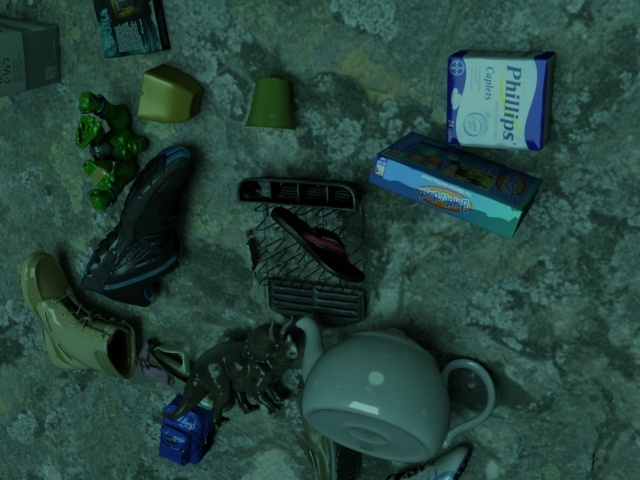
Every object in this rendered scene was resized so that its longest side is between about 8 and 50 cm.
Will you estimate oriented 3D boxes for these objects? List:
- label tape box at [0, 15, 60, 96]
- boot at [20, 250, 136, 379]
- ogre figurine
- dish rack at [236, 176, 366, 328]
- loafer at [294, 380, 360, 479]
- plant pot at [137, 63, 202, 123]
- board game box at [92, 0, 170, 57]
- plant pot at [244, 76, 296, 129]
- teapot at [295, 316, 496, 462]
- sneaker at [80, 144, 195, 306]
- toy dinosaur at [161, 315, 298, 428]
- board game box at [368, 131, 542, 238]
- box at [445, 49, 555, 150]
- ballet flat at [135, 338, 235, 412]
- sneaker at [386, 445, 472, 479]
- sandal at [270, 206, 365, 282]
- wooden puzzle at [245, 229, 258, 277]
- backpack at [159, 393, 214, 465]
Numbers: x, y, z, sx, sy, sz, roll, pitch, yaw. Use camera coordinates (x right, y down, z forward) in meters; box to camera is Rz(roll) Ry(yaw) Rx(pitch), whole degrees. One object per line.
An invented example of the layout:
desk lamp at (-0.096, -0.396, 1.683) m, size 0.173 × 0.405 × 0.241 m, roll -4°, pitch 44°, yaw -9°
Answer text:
label tape box at (-0.653, -0.308, 1.310) m, size 0.249 × 0.348 × 0.115 m, roll 14°, pitch 113°, yaw 20°
boot at (-0.466, 0.147, 1.517) m, size 0.203 × 0.095 × 0.262 m, roll 4°, pitch 114°, yaw 34°
ogre figurine at (-0.369, -0.163, 1.363) m, size 0.097 × 0.118 × 0.197 m, roll -17°, pitch 102°, yaw 25°
dish rack at (-0.023, 0.024, 1.294) m, size 0.208 × 0.074 × 0.271 m, roll 6°, pitch 111°, yaw 24°
loafer at (0.008, 0.354, 1.396) m, size 0.087 × 0.094 × 0.251 m, roll -1°, pitch 98°, yaw 31°
plant pot at (-0.246, -0.239, 1.304) m, size 0.083 × 0.081 × 0.081 m, roll 17°, pitch 115°, yaw 6°
board game box at (-0.327, -0.406, 1.309) m, size 0.126 × 0.026 × 0.186 m, roll 0°, pitch 108°, yaw 25°
plant pot at (-0.077, -0.217, 1.237) m, size 0.083 × 0.083 × 0.079 m, roll 8°, pitch 98°, yaw 22°
teapot at (0.105, 0.229, 1.250) m, size 0.256 × 0.187 × 0.252 m, roll 38°, pitch 147°, yaw -27°
sneaker at (-0.299, -0.023, 1.402) m, size 0.140 × 0.125 × 0.341 m, roll 28°, pitch 119°, yaw -17°
toy dinosaur at (-0.148, 0.240, 1.406) m, size 0.314 × 0.121 × 0.160 m, roll -19°, pitch 93°, yaw 22°
board game box at (0.194, -0.084, 1.104) m, size 0.210 × 0.160 × 0.047 m, roll 23°, pitch 117°, yaw 17°
box at (0.250, -0.197, 1.088) m, size 0.137 × 0.072 × 0.126 m, roll 6°, pitch 111°, yaw 22°
ballet flat at (-0.257, 0.251, 1.488) m, size 0.221 × 0.077 × 0.079 m, roll 23°, pitch 113°, yaw 21°
sneaker at (0.166, 0.423, 1.345) m, size 0.086 × 0.085 × 0.237 m, roll 47°, pitch 118°, yaw 12°
sandal at (0.000, 0.000, 1.200) m, size 0.179 × 0.067 × 0.040 m, roll 41°, pitch 110°, yaw 7°
wooden puzzle at (-0.119, 0.024, 1.353) m, size 0.006 × 0.049 × 0.083 m, roll -8°, pitch 105°, yaw 7°
backpack at (-0.260, 0.366, 1.514) m, size 0.098 × 0.101 × 0.120 m, roll 16°, pitch 111°, yaw 12°
